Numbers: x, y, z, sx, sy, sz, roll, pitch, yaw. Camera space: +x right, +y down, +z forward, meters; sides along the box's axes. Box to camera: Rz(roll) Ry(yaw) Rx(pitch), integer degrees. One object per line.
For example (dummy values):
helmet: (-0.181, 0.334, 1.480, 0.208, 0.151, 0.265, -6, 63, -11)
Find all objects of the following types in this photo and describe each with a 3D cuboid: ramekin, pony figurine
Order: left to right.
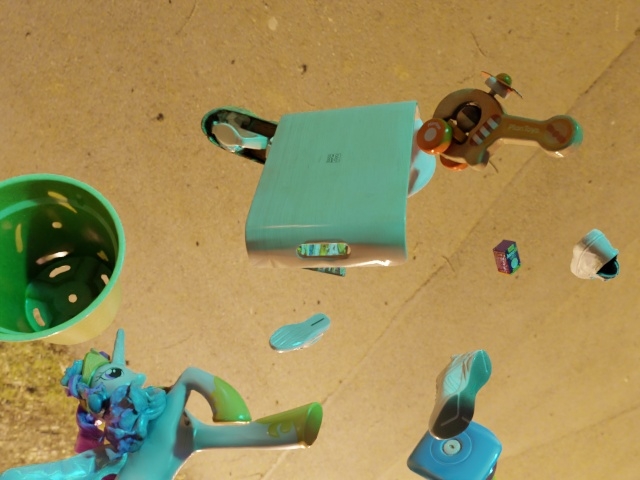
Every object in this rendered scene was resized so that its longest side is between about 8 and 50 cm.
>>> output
pony figurine: (-0.213, 0.297, 0.630, 0.363, 0.351, 0.303, 6, 159, 31)
ramekin: (0.165, -0.239, 1.441, 0.277, 0.277, 0.135, -23, 134, 0)

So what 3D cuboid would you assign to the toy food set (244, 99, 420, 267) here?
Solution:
toy food set: (0.031, -0.090, 0.796, 0.219, 0.306, 0.092, -1, 141, 16)

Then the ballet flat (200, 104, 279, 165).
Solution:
ballet flat: (-0.113, -0.207, 1.147, 0.123, 0.348, 0.123, -50, 154, -36)

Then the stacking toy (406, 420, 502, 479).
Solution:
stacking toy: (0.338, 0.561, 1.199, 0.165, 0.175, 0.302, -40, 119, -29)

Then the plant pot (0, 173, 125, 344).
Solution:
plant pot: (-0.463, 0.066, 0.926, 0.276, 0.276, 0.254, -9, 159, -13)

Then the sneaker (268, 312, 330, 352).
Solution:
sneaker: (-0.067, 0.324, 1.754, 0.258, 0.094, 0.091, -14, 134, -43)

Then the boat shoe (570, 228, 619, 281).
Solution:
boat shoe: (0.468, 0.037, 0.890, 0.066, 0.063, 0.184, -38, 149, 2)

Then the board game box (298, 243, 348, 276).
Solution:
board game box: (0.000, 0.000, 1.110, 0.030, 0.136, 0.259, 2, 174, 25)

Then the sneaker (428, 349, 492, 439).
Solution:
sneaker: (0.189, 0.219, 0.756, 0.061, 0.152, 0.054, -17, 113, 50)

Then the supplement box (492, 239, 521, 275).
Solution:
supplement box: (0.515, 0.047, 1.466, 0.055, 0.043, 0.083, -35, 117, -25)

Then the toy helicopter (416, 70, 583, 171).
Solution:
toy helicopter: (0.399, -0.261, 1.161, 0.140, 0.355, 0.235, 21, 91, -44)
